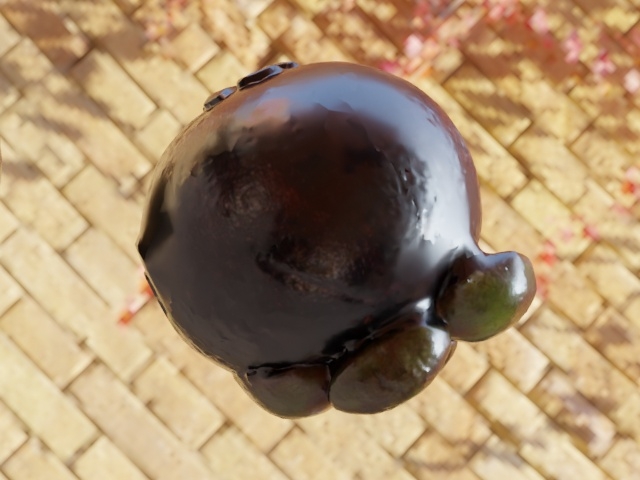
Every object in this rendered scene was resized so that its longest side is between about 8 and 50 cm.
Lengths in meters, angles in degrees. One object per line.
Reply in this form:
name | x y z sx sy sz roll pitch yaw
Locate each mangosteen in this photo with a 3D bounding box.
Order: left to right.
mangosteen | 0.000 0.000 0.967 0.210 0.210 0.210 38 -21 18

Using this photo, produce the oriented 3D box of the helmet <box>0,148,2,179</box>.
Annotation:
helmet | -0.294 -0.033 1.111 0.224 0.198 0.130 -1 -46 36
